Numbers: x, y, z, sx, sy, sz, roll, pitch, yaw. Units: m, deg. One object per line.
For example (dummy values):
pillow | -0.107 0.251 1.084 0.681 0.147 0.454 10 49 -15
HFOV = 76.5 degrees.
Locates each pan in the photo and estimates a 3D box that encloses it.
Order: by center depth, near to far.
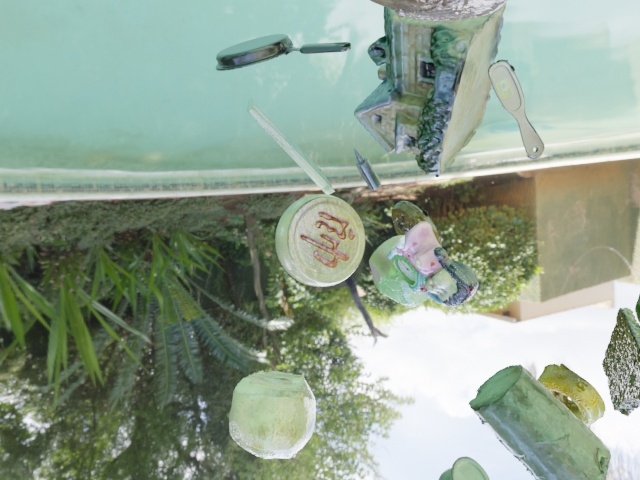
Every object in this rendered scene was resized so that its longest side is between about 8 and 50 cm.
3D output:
pan | -0.064 -0.310 0.655 0.235 0.028 0.136 4 -141 21

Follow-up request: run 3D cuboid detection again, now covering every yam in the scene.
yam | 0.501 0.438 0.912 0.304 0.168 0.168 45 -151 20

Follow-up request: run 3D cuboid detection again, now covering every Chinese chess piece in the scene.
Chinese chess piece | 0.000 0.000 1.188 0.270 0.270 0.112 -7 -178 -25

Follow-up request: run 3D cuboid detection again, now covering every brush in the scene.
brush | 0.587 -0.388 1.219 0.072 0.313 0.067 -26 -177 12

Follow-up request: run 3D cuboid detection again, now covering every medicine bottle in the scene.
medicine bottle | 0.181 -0.292 1.635 0.057 0.199 0.058 -23 -143 19

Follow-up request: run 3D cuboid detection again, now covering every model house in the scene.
model house | 0.307 -0.514 1.300 0.400 0.445 0.395 29 -118 27

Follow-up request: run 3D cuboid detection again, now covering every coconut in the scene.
coconut | 0.262 0.094 1.331 0.236 0.205 0.236 24 -163 -8
coconut | -0.160 0.594 1.373 0.297 0.255 0.297 7 177 0

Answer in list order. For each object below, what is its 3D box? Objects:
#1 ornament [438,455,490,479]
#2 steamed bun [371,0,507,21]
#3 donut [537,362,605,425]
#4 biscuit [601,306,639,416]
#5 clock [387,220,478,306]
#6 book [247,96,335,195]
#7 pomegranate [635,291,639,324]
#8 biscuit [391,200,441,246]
ornament | 0.247 0.439 0.721 0.081 0.156 0.075 -26 -124 -17
steamed bun | 0.161 -0.474 0.616 0.301 0.252 0.199 13 179 -11
donut | 0.732 0.468 1.212 0.074 0.174 0.190 -23 -130 -27
biscuit | 0.495 0.207 0.652 0.026 0.131 0.237 10 -161 25
clock | 0.256 0.067 0.935 0.100 0.195 0.194 -36 166 -15
book | -0.081 -0.247 1.048 0.025 0.282 0.215 -42 -154 11
pomegranate | 0.846 0.145 0.959 0.187 0.225 0.187 -34 -159 16
biscuit | 0.377 -0.026 1.628 0.075 0.296 0.296 -32 -169 -10
